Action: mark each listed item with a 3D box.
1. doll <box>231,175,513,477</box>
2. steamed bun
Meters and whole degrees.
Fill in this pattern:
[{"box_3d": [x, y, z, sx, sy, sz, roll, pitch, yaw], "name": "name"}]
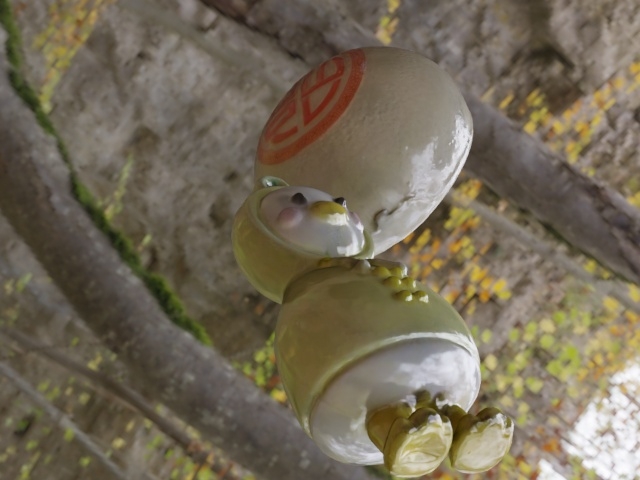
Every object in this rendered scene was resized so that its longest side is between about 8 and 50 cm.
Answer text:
[{"box_3d": [0.018, 0.043, 0.803, 0.296, 0.141, 0.117, 61, -40, 37], "name": "doll"}, {"box_3d": [0.031, -0.116, 1.392, 0.283, 0.177, 0.283, -38, -154, 22], "name": "steamed bun"}]
